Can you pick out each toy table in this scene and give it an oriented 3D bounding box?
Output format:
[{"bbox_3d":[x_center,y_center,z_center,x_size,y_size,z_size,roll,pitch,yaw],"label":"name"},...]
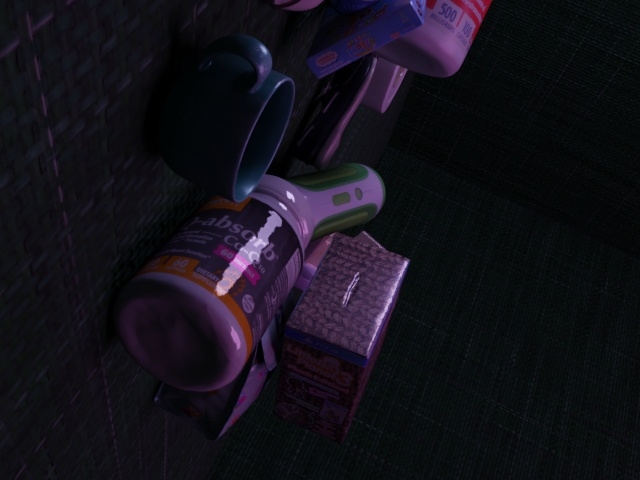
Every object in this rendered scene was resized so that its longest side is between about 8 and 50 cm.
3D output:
[{"bbox_3d":[0.000,0.000,1.466,0.161,0.252,0.274,-50,-173,12],"label":"toy table"}]

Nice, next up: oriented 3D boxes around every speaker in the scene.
[{"bbox_3d":[-0.001,-0.067,1.216,0.297,0.131,0.131,-20,139,-53],"label":"speaker"}]

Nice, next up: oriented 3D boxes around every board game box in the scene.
[{"bbox_3d":[0.034,0.179,1.207,0.291,0.141,0.232,100,15,-47],"label":"board game box"},{"bbox_3d":[0.071,-0.321,0.928,0.160,0.039,0.211,-21,-145,29],"label":"board game box"}]

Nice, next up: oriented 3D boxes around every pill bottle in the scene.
[{"bbox_3d":[0.211,-0.505,1.120,0.229,0.229,0.407,-14,129,-83],"label":"pill bottle"},{"bbox_3d":[-0.115,0.038,0.828,0.278,0.162,0.162,-59,172,-51],"label":"pill bottle"}]

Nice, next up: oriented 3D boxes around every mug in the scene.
[{"bbox_3d":[-0.091,-0.125,0.638,0.129,0.097,0.157,-50,164,-68],"label":"mug"}]

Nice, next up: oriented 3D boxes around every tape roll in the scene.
[{"bbox_3d":[0.164,-0.454,1.601,0.286,0.100,0.286,-63,174,-12],"label":"tape roll"}]

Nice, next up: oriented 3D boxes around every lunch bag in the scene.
[{"bbox_3d":[-0.140,0.180,1.177,0.262,0.160,0.223,-61,171,14],"label":"lunch bag"}]

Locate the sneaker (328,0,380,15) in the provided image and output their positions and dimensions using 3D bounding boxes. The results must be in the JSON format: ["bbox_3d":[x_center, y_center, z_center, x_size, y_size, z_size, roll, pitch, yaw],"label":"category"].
[{"bbox_3d":[0.079,-0.438,0.867,0.329,0.130,0.147,-67,-165,-13],"label":"sneaker"}]

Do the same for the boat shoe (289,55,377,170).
[{"bbox_3d":[0.027,-0.256,1.291,0.254,0.079,0.095,-62,176,-6],"label":"boat shoe"}]

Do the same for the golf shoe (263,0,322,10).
[{"bbox_3d":[0.000,-0.288,0.674,0.273,0.120,0.105,-2,116,-86],"label":"golf shoe"}]

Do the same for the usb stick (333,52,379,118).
[{"bbox_3d":[0.086,-0.378,1.357,0.045,0.077,0.278,3,120,-42],"label":"usb stick"}]
